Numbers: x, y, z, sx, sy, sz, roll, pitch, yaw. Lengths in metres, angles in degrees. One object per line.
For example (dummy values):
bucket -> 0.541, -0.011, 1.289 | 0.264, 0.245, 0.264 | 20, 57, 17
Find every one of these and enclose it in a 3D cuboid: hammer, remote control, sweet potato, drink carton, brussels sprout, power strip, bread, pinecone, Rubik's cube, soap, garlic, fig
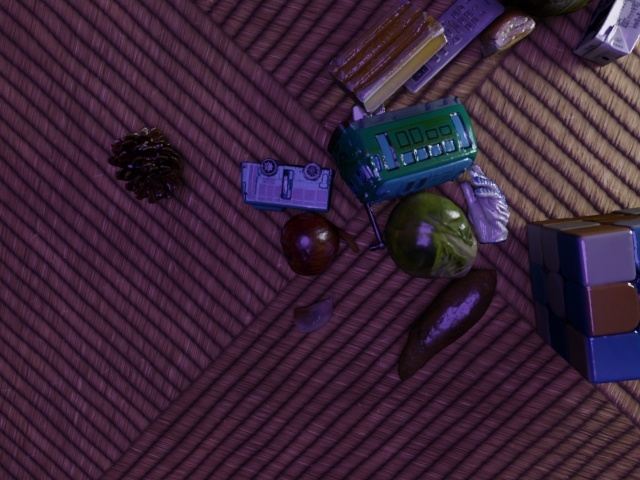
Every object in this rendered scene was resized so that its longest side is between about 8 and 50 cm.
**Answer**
hammer -> 0.147, -0.056, 1.353 | 0.065, 0.021, 0.178 | -19, 94, 9
remote control -> 0.337, -0.534, 1.264 | 0.313, 0.055, 0.109 | -42, 73, 11
sweet potato -> 0.342, 0.238, 1.316 | 0.131, 0.130, 0.422 | 37, 100, 1
drink carton -> 0.754, -0.567, 1.175 | 0.102, 0.134, 0.222 | 25, 99, 0
brussels sprout -> 0.297, 0.001, 1.251 | 0.271, 0.210, 0.219 | 29, 91, -13
power strip -> 0.148, -0.241, 1.316 | 0.093, 0.053, 0.287 | -8, 95, 6
bread -> 0.480, -0.544, 1.221 | 0.125, 0.106, 0.082 | -33, 93, 6
pinecone -> -0.482, -0.203, 1.327 | 0.212, 0.169, 0.185 | 46, 113, 12
Rubik's cube -> 0.743, 0.112, 1.149 | 0.345, 0.347, 0.346 | -8, 95, 8
soap -> 0.172, -0.486, 1.235 | 0.274, 0.089, 0.173 | -42, 60, 7
garlic -> -0.016, 0.222, 1.378 | 0.152, 0.066, 0.084 | -20, 92, 10
fig -> -0.005, -0.005, 1.318 | 0.207, 0.175, 0.175 | -24, 94, -15

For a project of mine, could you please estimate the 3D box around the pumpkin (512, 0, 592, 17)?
pumpkin -> 0.577, -0.663, 1.144 | 0.232, 0.242, 0.324 | 35, 70, -20

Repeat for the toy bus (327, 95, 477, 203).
toy bus -> 0.212, -0.217, 1.183 | 0.344, 0.183, 0.199 | -18, 78, -16

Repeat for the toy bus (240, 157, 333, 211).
toy bus -> -0.093, -0.152, 1.313 | 0.256, 0.128, 0.146 | 5, 95, 4

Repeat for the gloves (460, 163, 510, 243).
gloves -> 0.449, -0.098, 1.283 | 0.119, 0.097, 0.229 | -6, 109, 51
